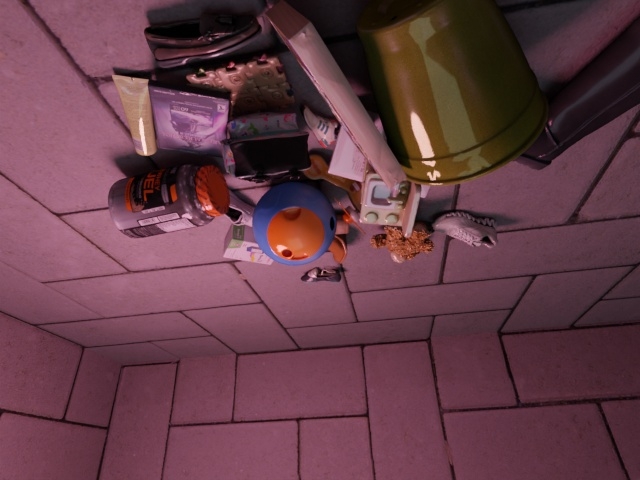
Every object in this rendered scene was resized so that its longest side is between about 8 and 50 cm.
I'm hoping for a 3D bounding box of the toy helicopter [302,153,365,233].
[{"bbox_3d":[0.098,-0.167,1.307,0.356,0.140,0.234,23,100,-8],"label":"toy helicopter"}]

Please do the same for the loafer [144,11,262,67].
[{"bbox_3d":[-0.267,-0.459,0.890,0.268,0.096,0.084,-9,142,15],"label":"loafer"}]

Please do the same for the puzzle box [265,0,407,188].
[{"bbox_3d":[0.039,-0.322,0.903,0.052,0.272,0.409,-36,129,10],"label":"puzzle box"}]

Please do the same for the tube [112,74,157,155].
[{"bbox_3d":[-0.497,-0.343,1.104,0.070,0.062,0.240,-34,158,-30],"label":"tube"}]

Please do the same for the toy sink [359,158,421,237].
[{"bbox_3d":[0.177,-0.132,1.085,0.131,0.234,0.152,4,124,0],"label":"toy sink"}]

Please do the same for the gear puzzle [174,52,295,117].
[{"bbox_3d":[-0.244,-0.396,1.045,0.340,0.044,0.175,-6,157,12],"label":"gear puzzle"}]

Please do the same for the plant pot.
[{"bbox_3d":[0.259,-0.373,0.868,0.367,0.366,0.353,-19,133,25],"label":"plant pot"}]

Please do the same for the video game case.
[{"bbox_3d":[-0.362,-0.327,1.120,0.196,0.026,0.274,6,157,-14],"label":"video game case"}]

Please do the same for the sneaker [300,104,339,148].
[{"bbox_3d":[0.004,-0.339,1.151,0.075,0.057,0.161,-30,141,11],"label":"sneaker"}]

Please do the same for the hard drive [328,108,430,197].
[{"bbox_3d":[0.197,-0.257,1.173,0.308,0.040,0.202,13,118,-7],"label":"hard drive"}]

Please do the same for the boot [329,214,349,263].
[{"bbox_3d":[0.000,0.000,1.642,0.221,0.108,0.283,-3,147,-1],"label":"boot"}]

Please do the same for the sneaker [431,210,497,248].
[{"bbox_3d":[0.591,-0.039,1.616,0.293,0.118,0.110,8,149,-13],"label":"sneaker"}]

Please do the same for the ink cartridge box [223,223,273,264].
[{"bbox_3d":[-0.282,0.015,1.669,0.213,0.093,0.154,10,146,-23],"label":"ink cartridge box"}]

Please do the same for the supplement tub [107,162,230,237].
[{"bbox_3d":[-0.484,-0.131,1.302,0.339,0.206,0.207,-11,148,12],"label":"supplement tub"}]

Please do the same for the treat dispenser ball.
[{"bbox_3d":[-0.089,-0.057,1.374,0.289,0.287,0.288,-2,149,-1],"label":"treat dispenser ball"}]

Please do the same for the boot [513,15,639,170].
[{"bbox_3d":[0.645,-0.379,1.020,0.368,0.146,0.445,4,153,-29],"label":"boot"}]

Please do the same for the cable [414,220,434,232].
[{"bbox_3d":[0.351,-0.061,1.601,0.140,0.072,0.287,-26,142,31],"label":"cable"}]

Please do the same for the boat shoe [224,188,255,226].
[{"bbox_3d":[-0.307,-0.097,1.487,0.095,0.084,0.258,-23,143,29],"label":"boat shoe"}]

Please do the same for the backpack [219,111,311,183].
[{"bbox_3d":[-0.162,-0.253,1.107,0.226,0.190,0.253,-12,-170,-18],"label":"backpack"}]

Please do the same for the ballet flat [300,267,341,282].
[{"bbox_3d":[0.001,0.167,1.972,0.204,0.074,0.074,1,149,7],"label":"ballet flat"}]

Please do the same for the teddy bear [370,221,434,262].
[{"bbox_3d":[0.332,0.013,1.611,0.246,0.112,0.338,3,163,-12],"label":"teddy bear"}]
